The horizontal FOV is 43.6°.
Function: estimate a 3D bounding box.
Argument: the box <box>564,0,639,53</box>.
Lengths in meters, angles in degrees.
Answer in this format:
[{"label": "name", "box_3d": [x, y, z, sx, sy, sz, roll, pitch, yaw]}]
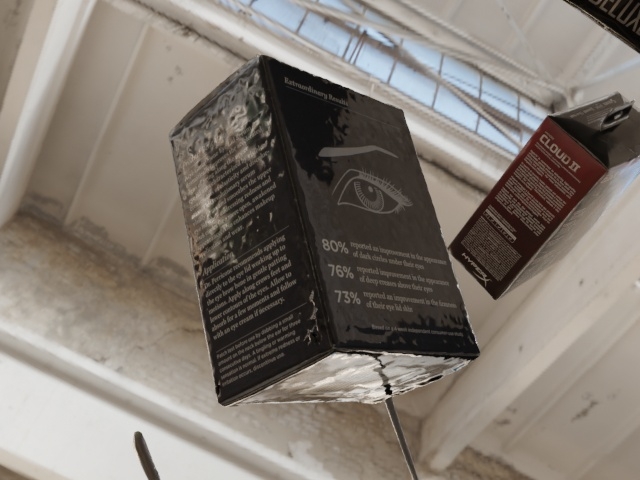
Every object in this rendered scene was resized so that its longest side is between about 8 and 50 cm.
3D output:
[{"label": "box", "box_3d": [0.359, -0.298, 0.970, 0.307, 0.242, 0.076, 36, -65, 3]}]

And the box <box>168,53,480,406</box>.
[{"label": "box", "box_3d": [0.000, 0.000, 0.552, 0.153, 0.207, 0.108, 12, -34, -45]}]

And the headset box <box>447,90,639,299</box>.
[{"label": "headset box", "box_3d": [0.341, -0.075, 1.124, 0.110, 0.218, 0.293, 48, -46, 20]}]

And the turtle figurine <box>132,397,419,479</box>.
[{"label": "turtle figurine", "box_3d": [0.013, 0.262, 0.573, 0.275, 0.198, 0.266, 28, -61, 24]}]
